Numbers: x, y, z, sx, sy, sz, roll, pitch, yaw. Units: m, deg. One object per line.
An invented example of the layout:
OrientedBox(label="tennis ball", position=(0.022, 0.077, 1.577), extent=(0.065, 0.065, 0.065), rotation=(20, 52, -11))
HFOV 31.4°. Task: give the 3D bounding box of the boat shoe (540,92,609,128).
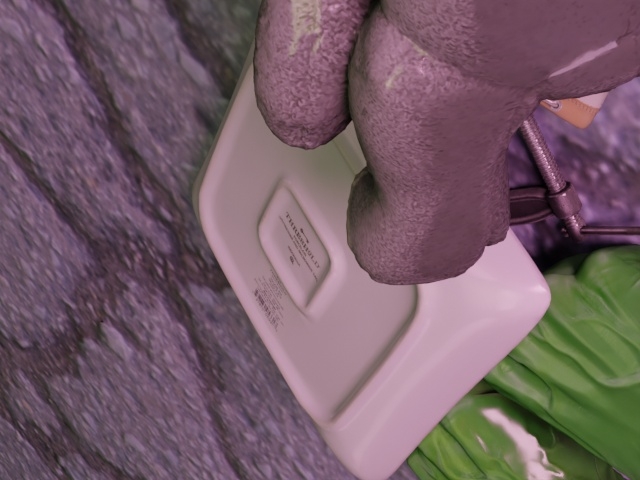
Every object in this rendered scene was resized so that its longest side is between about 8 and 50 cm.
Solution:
OrientedBox(label="boat shoe", position=(0.068, -0.117, 0.609), extent=(0.190, 0.068, 0.072), rotation=(30, 117, 23))

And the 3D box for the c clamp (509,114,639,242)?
OrientedBox(label="c clamp", position=(0.111, -0.063, 0.673), extent=(0.137, 0.022, 0.161), rotation=(-12, 115, 55))

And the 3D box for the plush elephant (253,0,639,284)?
OrientedBox(label="plush elephant", position=(0.061, -0.178, 0.453), extent=(0.272, 0.255, 0.330), rotation=(-26, 146, 14))

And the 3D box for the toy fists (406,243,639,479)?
OrientedBox(label="toy fists", position=(0.150, 0.107, 0.725), extent=(0.142, 0.096, 0.279), rotation=(34, 140, 7))

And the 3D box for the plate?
OrientedBox(label="plate", position=(0.000, 0.000, 0.743), extent=(0.277, 0.045, 0.278), rotation=(58, 147, 20))
